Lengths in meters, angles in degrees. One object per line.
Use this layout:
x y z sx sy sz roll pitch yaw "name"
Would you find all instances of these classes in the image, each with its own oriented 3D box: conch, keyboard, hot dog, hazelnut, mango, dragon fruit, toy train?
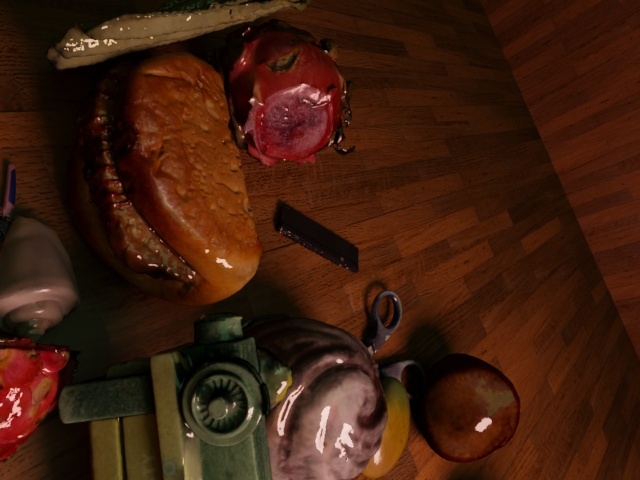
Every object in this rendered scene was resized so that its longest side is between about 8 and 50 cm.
-0.376 0.052 0.596 0.104 0.094 0.176 -6 49 -31 "conch"
0.000 0.000 0.997 0.231 0.023 0.072 30 47 -31 "keyboard"
-0.248 -0.098 0.690 0.223 0.185 0.406 -2 73 -45 "hot dog"
0.318 0.372 1.009 0.229 0.229 0.230 19 59 -36 "hazelnut"
0.119 0.362 0.888 0.130 0.091 0.195 42 54 -31 "mango"
-0.388 0.175 0.480 0.261 0.163 0.190 6 96 -42 "dragon fruit"
-0.153 0.291 0.536 0.160 0.253 0.398 48 33 -82 "toy train"
-0.074 -0.299 0.888 0.268 0.250 0.291 -9 45 -9 "dragon fruit"

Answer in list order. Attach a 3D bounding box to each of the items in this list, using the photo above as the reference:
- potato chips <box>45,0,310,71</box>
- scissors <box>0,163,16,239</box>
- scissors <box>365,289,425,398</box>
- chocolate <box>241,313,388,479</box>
-0.227 -0.356 0.732 0.429 0.358 0.070 -31 124 -28 "potato chips"
-0.435 -0.054 0.617 0.039 0.012 0.114 0 72 -43 "scissors"
0.081 0.267 0.946 0.383 0.029 0.256 -16 88 -43 "scissors"
-0.007 0.249 0.725 0.303 0.213 0.304 13 68 -33 "chocolate"
